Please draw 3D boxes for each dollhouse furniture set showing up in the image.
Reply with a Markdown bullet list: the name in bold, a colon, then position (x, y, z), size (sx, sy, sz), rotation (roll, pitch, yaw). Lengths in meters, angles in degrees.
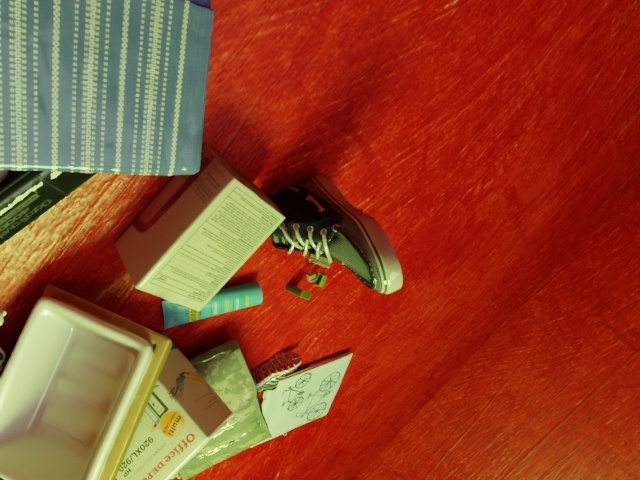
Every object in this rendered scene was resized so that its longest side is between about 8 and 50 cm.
- **dollhouse furniture set**: position (-0.024, 0.064, 1.090), size (0.076, 0.059, 0.151), rotation (24, 88, -43)

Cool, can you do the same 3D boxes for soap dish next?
- **soap dish**: position (-0.385, 0.246, 0.717), size (0.118, 0.229, 0.290), rotation (46, 65, -80)

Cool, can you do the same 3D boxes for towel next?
- **towel**: position (-0.293, -0.202, 0.541), size (0.336, 0.040, 0.243), rotation (-4, 112, -38)

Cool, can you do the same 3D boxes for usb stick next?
- **usb stick**: position (-0.416, -0.046, 0.605), size (0.278, 0.045, 0.077), rotation (-40, 165, -6)

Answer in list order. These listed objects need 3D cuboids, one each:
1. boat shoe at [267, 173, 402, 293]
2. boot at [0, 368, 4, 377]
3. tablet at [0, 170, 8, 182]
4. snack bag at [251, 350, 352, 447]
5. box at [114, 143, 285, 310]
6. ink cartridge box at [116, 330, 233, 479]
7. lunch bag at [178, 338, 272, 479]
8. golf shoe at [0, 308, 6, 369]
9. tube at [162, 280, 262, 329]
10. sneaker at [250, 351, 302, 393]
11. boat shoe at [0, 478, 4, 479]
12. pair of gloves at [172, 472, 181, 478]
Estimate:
- **boat shoe**: position (0.000, 0.000, 0.809), size (0.158, 0.340, 0.127), rotation (-20, 126, -14)
- **boot**: position (-0.552, 0.335, 0.811), size (0.176, 0.088, 0.244), rotation (15, 110, -50)
- **tablet**: position (-0.454, -0.082, 0.573), size (0.083, 0.006, 0.054), rotation (12, 116, -47)
- **snack bag**: position (-0.070, 0.516, 1.457), size (0.343, 0.037, 0.322), rotation (-9, 129, -38)
- **box**: position (-0.203, -0.018, 0.764), size (0.232, 0.127, 0.149), rotation (-47, 143, 3)
- **ink cartridge box**: position (-0.318, 0.321, 0.848), size (0.171, 0.232, 0.168), rotation (-44, 172, -2)
- **lunch bag**: position (-0.266, 0.383, 1.048), size (0.235, 0.169, 0.286), rotation (-22, 127, -15)
- **golf shoe**: position (-0.532, 0.215, 0.652), size (0.120, 0.105, 0.272), rotation (3, 112, -29)
- **tube**: position (-0.228, 0.133, 0.952), size (0.207, 0.052, 0.080), rotation (-11, 125, -28)
- **sneaker**: position (-0.128, 0.371, 1.249), size (0.171, 0.063, 0.074), rotation (-27, 139, -13)
- **boat shoe**: position (-0.582, 0.464, 0.890), size (0.285, 0.102, 0.092), rotation (-23, 142, -17)
- **pair of gloves**: position (-0.384, 0.594, 1.239), size (0.240, 0.042, 0.204), rotation (-24, 138, -23)
